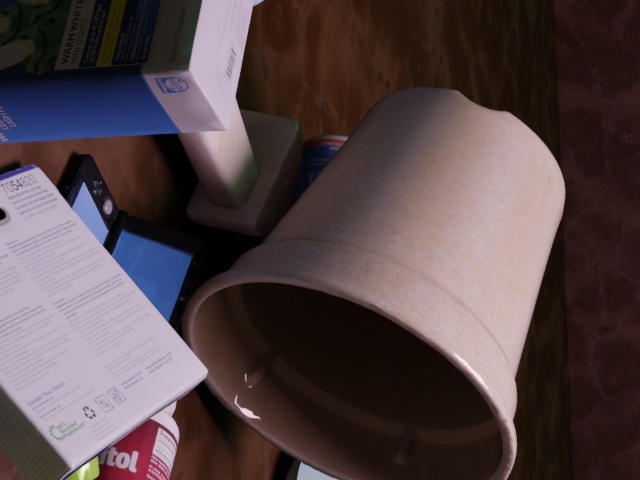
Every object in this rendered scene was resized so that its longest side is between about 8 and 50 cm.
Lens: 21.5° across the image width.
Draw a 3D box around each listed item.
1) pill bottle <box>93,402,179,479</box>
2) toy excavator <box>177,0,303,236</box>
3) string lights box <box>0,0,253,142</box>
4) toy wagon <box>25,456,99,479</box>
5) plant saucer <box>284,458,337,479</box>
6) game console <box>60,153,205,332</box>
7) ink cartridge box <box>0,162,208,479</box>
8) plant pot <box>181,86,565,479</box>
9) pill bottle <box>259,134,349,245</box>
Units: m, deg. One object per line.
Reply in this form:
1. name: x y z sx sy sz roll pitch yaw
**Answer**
1. pill bottle: -0.167 0.187 1.417 0.086 0.086 0.152 63 31 -49
2. toy excavator: -0.101 -0.250 1.533 0.433 0.222 0.445 23 80 -69
3. string lights box: -0.183 -0.140 1.148 0.077 0.259 0.133 59 34 -55
4. toy wagon: -0.190 0.291 1.250 0.344 0.068 0.267 -13 101 -49
5. plant saucer: -0.012 0.312 1.905 0.195 0.037 0.195 -2 90 -71
6. game console: -0.169 0.013 1.427 0.124 0.085 0.144 69 27 -42
7. ink cartridge box: -0.212 0.058 1.264 0.224 0.045 0.223 51 26 4
8. plant pot: 0.083 0.032 1.627 0.305 0.333 0.334 -60 145 -33
9. pill bottle: 0.000 0.000 1.837 0.124 0.124 0.221 69 26 -42
